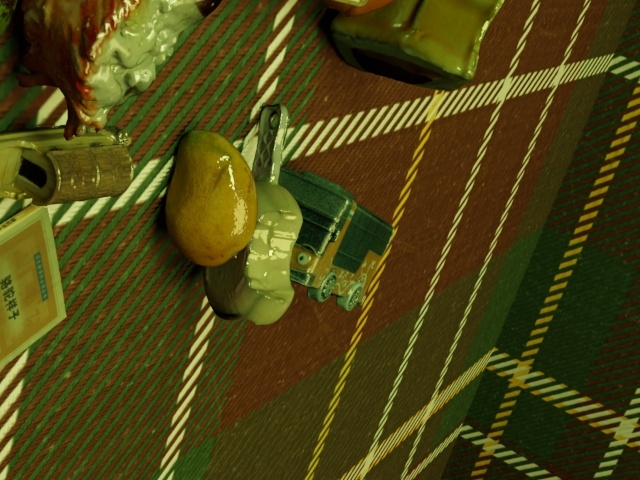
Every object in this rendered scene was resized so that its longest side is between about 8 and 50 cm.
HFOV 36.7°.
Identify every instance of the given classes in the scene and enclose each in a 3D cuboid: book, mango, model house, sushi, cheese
[{"bbox_3d":[-0.356,0.085,0.961,0.242,0.018,0.170,-42,149,-39],"label":"book"},{"bbox_3d":[-0.128,-0.048,1.166,0.089,0.115,0.165,-57,165,-72],"label":"mango"},{"bbox_3d":[0.147,-0.331,1.290,0.173,0.268,0.239,25,89,-55],"label":"model house"},{"bbox_3d":[-0.143,-0.242,0.852,0.332,0.124,0.130,-46,160,-6],"label":"sushi"},{"bbox_3d":[-0.081,-0.036,1.255,0.082,0.163,0.286,8,93,-37],"label":"cheese"}]

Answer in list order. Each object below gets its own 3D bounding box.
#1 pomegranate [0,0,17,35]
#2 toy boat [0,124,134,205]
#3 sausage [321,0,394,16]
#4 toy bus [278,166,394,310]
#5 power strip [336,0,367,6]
[{"bbox_3d":[-0.293,-0.202,0.685,0.138,0.163,0.125,-29,-178,-29],"label":"pomegranate"},{"bbox_3d":[-0.256,-0.070,0.912,0.226,0.088,0.068,-16,130,-60],"label":"toy boat"},{"bbox_3d":[0.074,-0.397,1.149,0.268,0.153,0.141,-62,-166,2],"label":"sausage"},{"bbox_3d":[0.000,0.000,1.455,0.167,0.138,0.275,-64,158,1],"label":"toy bus"},{"bbox_3d":[-0.057,-0.300,0.998,0.305,0.044,0.064,3,115,-37],"label":"power strip"}]
